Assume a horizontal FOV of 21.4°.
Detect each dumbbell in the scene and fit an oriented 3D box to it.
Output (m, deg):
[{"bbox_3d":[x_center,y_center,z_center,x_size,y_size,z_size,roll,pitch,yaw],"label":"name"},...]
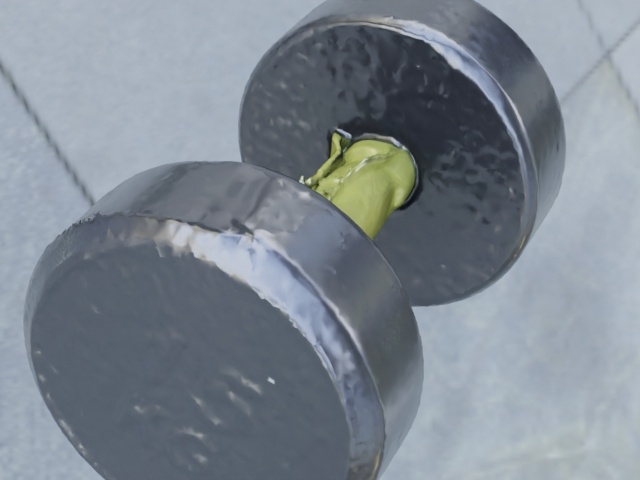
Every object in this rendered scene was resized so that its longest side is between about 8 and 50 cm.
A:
[{"bbox_3d":[0.000,0.000,0.959,0.203,0.204,0.322,61,37,-16],"label":"dumbbell"}]
